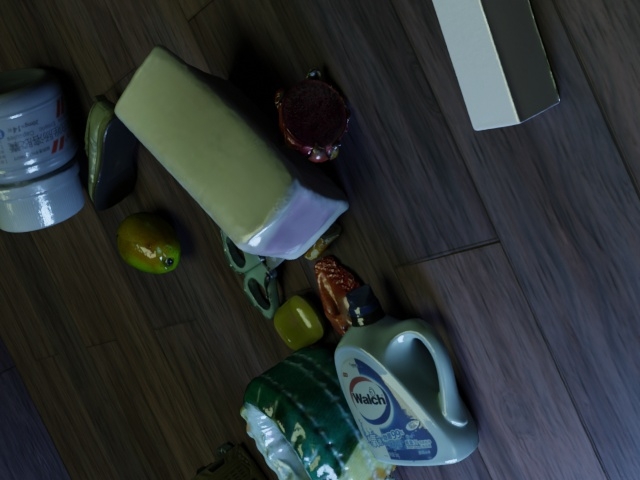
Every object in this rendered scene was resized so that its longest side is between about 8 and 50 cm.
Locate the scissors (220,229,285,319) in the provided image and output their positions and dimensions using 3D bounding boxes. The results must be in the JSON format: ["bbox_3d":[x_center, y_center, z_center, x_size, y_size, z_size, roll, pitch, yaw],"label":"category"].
[{"bbox_3d":[-0.092,0.034,1.844,0.191,0.029,0.360,63,158,2],"label":"scissors"}]

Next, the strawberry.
[{"bbox_3d":[0.034,0.097,1.733,0.152,0.048,0.104,51,143,12],"label":"strawberry"}]

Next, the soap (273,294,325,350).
[{"bbox_3d":[-0.036,0.144,1.869,0.089,0.045,0.140,58,150,7],"label":"soap"}]

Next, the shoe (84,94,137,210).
[{"bbox_3d":[-0.430,-0.173,2.158,0.098,0.103,0.275,46,139,27],"label":"shoe"}]

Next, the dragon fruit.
[{"bbox_3d":[-0.016,-0.172,1.550,0.126,0.112,0.068,59,163,5],"label":"dragon fruit"}]

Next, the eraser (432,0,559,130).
[{"bbox_3d":[0.179,-0.279,1.209,0.078,0.076,0.298,-1,113,56],"label":"eraser"}]

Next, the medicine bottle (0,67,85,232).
[{"bbox_3d":[-0.645,-0.196,2.309,0.245,0.245,0.306,21,130,47],"label":"medicine bottle"}]

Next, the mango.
[{"bbox_3d":[-0.358,-0.001,2.174,0.233,0.111,0.125,32,127,58],"label":"mango"}]

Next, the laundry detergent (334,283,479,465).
[{"bbox_3d":[0.119,0.199,1.631,0.214,0.105,0.281,-8,104,47],"label":"laundry detergent"}]

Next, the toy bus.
[{"bbox_3d":[-0.241,0.617,2.406,0.202,0.177,0.365,47,145,13],"label":"toy bus"}]

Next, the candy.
[{"bbox_3d":[-0.136,-0.128,1.629,0.145,0.208,0.359,-49,65,10],"label":"candy"}]

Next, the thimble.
[{"bbox_3d":[-0.002,0.334,1.835,0.288,0.167,0.254,55,157,4],"label":"thimble"}]

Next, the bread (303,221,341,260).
[{"bbox_3d":[0.000,0.000,1.707,0.036,0.047,0.083,51,147,6],"label":"bread"}]
